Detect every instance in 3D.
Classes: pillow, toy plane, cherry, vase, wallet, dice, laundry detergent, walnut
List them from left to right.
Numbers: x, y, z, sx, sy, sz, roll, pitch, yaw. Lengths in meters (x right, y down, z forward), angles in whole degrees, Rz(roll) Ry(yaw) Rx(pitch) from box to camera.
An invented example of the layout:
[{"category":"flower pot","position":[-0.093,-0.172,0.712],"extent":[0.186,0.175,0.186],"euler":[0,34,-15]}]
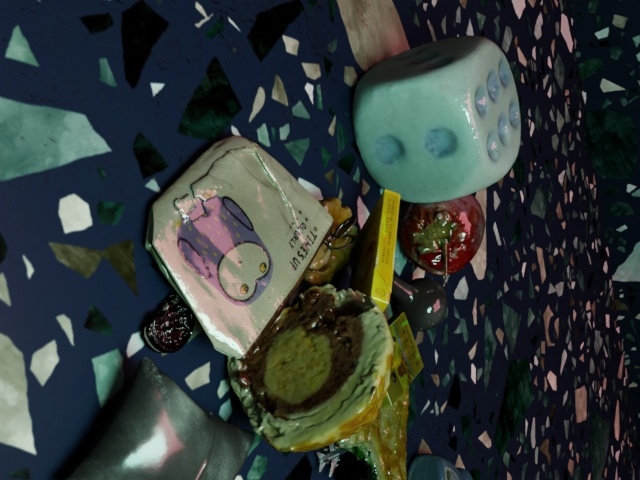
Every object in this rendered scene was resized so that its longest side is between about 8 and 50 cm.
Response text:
[{"category":"pillow","position":[-0.200,0.290,0.935],"extent":[0.250,0.106,0.186],"euler":[48,59,-39]},{"category":"wallet","position":[-0.107,-0.008,1.064],"extent":[0.275,0.068,0.335],"euler":[48,52,-15]},{"category":"walnut","position":[0.000,0.000,1.254],"extent":[0.170,0.069,0.143],"euler":[-42,122,-45]},{"category":"toy plane","position":[0.022,0.394,1.296],"extent":[0.083,0.031,0.078],"euler":[-14,99,-53]},{"category":"vase","position":[0.183,0.115,1.474],"extent":[0.183,0.120,0.120],"euler":[36,60,-32]},{"category":"dice","position":[0.241,-0.248,1.432],"extent":[0.268,0.262,0.264],"euler":[-46,124,-44]},{"category":"laundry detergent","position":[0.290,0.585,1.614],"extent":[0.290,0.094,0.143],"euler":[41,50,-49]},{"category":"cherry","position":[0.279,-0.025,1.545],"extent":[0.250,0.175,0.192],"euler":[-22,104,-49]}]

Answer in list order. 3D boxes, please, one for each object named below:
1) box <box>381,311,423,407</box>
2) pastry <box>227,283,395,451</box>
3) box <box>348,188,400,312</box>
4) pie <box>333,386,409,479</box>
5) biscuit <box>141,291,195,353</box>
[{"category":"box","position":[0.138,0.224,1.343],"extent":[0.193,0.030,0.121],"euler":[-28,98,-62]},{"category":"pastry","position":[0.004,0.212,1.086],"extent":[0.237,0.256,0.170],"euler":[59,-3,39]},{"category":"box","position":[0.092,0.048,1.267],"extent":[0.043,0.152,0.269],"euler":[18,46,-8]},{"category":"pie","position":[0.085,0.317,1.319],"extent":[0.371,0.078,0.296],"euler":[60,37,-29]},{"category":"biscuit","position":[-0.213,0.115,0.990],"extent":[0.087,0.027,0.089],"euler":[19,74,-53]}]
